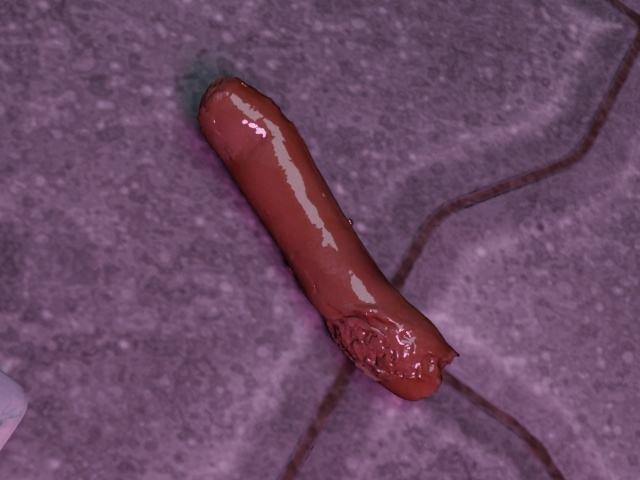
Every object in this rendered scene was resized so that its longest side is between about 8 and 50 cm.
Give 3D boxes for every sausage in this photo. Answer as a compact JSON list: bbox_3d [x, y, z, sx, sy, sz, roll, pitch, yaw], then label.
[{"bbox_3d":[0.001,-0.001,1.408,0.078,0.078,0.304,-29,80,-36],"label":"sausage"}]

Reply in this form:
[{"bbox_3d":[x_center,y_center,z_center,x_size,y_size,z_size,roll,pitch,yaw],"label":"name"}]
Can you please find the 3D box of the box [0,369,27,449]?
[{"bbox_3d":[-0.349,0.082,1.200,0.285,0.044,0.142,35,57,-5],"label":"box"}]
